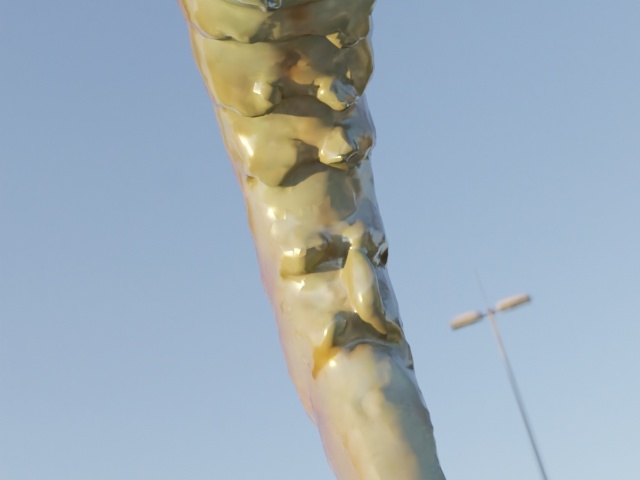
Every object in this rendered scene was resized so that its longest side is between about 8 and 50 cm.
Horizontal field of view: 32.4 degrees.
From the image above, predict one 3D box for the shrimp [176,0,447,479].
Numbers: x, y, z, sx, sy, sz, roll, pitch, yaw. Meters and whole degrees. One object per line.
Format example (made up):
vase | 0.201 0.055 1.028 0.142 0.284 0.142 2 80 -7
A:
shrimp | -0.005 -0.017 0.354 0.068 0.287 0.185 -8 6 -5
